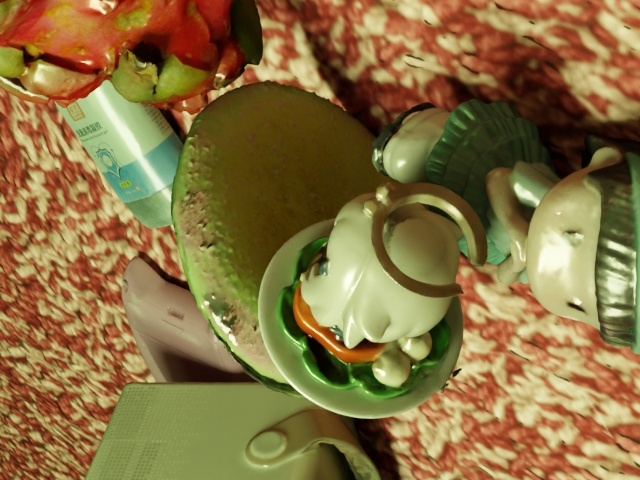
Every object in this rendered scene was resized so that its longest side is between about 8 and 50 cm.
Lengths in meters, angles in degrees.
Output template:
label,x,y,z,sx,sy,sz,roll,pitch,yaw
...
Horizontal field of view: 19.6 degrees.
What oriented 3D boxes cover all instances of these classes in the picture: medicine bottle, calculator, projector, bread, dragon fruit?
label,x,y,z,sx,sy,sz,roll,pitch,yaw
medicine bottle,-0.168,-0.104,1.459,0.208,0.053,0.090,56,153,-14
calculator,-0.085,0.150,1.689,0.194,0.043,0.294,21,144,41
projector,-0.070,0.222,1.549,0.242,0.177,0.163,-1,133,19
bread,0.000,0.000,1.187,0.033,0.228,0.228,-28,104,40
dragon fruit,-0.161,-0.194,1.137,0.231,0.237,0.303,34,171,45

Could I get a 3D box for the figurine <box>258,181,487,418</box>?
label,x,y,z,sx,sy,sz,roll,pitch,yaw
figurine,0.042,0.022,1.052,0.132,0.132,0.154,45,155,6

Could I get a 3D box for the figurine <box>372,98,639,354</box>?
label,x,y,z,sx,sy,sz,roll,pitch,yaw
figurine,0.143,-0.008,1.079,0.245,0.110,0.138,27,149,44
